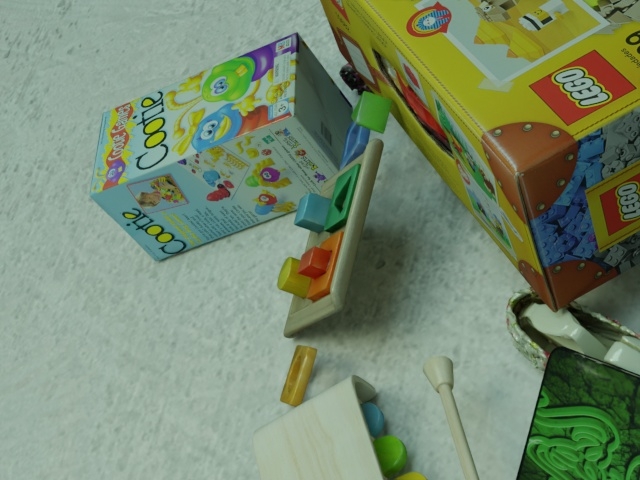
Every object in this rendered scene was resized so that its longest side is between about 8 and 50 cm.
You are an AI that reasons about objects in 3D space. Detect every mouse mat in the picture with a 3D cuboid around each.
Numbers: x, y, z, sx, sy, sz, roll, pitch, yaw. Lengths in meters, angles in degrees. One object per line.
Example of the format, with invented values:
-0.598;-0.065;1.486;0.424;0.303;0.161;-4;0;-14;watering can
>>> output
0.251;0.186;1.118;0.190;0.007;0.152;20;99;44;mouse mat

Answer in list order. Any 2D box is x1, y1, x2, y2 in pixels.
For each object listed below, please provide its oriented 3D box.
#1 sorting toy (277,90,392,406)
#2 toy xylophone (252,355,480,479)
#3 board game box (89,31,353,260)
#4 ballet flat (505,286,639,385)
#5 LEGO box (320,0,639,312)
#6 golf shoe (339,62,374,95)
0.000;0.000;1.377;0.196;0.047;0.347;138;148;-68;sorting toy
0.049;0.244;1.213;0.236;0.081;0.322;-25;45;18;toy xylophone
-0.114;-0.107;1.577;0.275;0.144;0.142;-19;46;21;board game box
0.252;0.107;1.184;0.241;0.077;0.091;25;73;45;ballet flat
0.248;-0.222;1.317;0.373;0.193;0.500;-29;43;-5;LEGO box
0.106;-0.204;1.554;0.186;0.067;0.086;21;69;44;golf shoe
